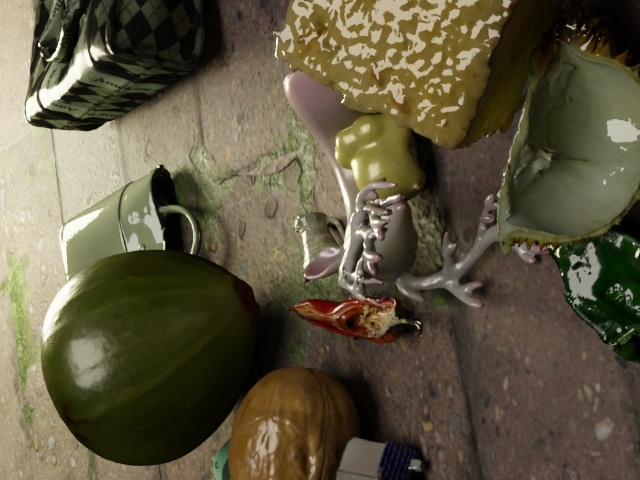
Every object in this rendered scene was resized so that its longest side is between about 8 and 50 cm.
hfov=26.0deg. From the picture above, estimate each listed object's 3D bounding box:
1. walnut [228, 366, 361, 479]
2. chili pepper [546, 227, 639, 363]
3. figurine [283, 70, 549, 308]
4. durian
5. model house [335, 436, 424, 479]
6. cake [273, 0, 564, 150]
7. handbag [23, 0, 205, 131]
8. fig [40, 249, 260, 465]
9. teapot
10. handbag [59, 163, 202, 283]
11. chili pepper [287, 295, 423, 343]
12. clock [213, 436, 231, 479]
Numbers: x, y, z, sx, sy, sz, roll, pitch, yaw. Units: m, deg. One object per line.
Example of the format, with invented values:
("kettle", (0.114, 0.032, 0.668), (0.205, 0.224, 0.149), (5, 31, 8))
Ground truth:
("walnut", (-0.031, 0.252, 1.706), (0.165, 0.165, 0.197), (6, 95, 54))
("chili pepper", (0.284, 0.027, 1.341), (0.216, 0.062, 0.108), (50, 124, 41))
("figurine", (0.069, -0.055, 1.528), (0.284, 0.206, 0.316), (-39, 65, 61))
("durian", (0.244, -0.102, 1.319), (0.144, 0.139, 0.252), (29, 109, 45))
("model house", (0.078, 0.294, 1.639), (0.100, 0.088, 0.101), (1, 60, 32))
("cake", (0.131, -0.251, 1.383), (0.222, 0.286, 0.227), (30, 117, 17))
("handbag", (-0.324, -0.361, 2.095), (0.416, 0.180, 0.317), (-19, 68, 59))
("fig", (-0.218, 0.147, 1.880), (0.316, 0.316, 0.316), (5, 96, 54))
("teapot", (0.000, 0.000, 1.748), (0.067, 0.057, 0.083), (-28, 60, 11))
("handbag", (-0.267, 0.022, 2.124), (0.315, 0.109, 0.241), (-19, 77, 40))
("chili pepper", (0.047, 0.096, 1.684), (0.268, 0.050, 0.059), (0, 71, 56))
("clock", (-0.099, 0.339, 1.915), (0.101, 0.041, 0.135), (-48, 55, 44))
